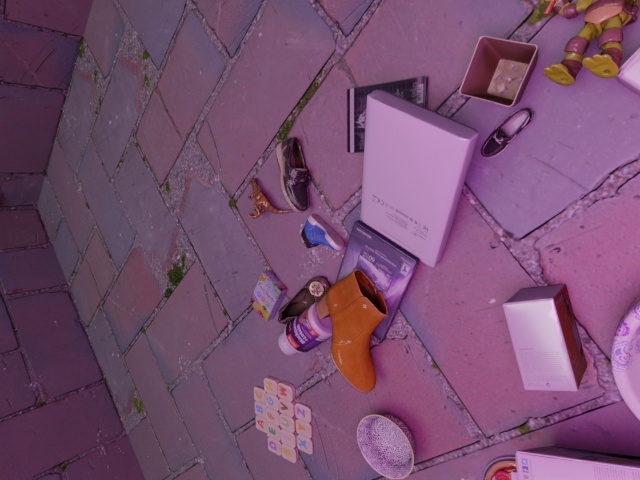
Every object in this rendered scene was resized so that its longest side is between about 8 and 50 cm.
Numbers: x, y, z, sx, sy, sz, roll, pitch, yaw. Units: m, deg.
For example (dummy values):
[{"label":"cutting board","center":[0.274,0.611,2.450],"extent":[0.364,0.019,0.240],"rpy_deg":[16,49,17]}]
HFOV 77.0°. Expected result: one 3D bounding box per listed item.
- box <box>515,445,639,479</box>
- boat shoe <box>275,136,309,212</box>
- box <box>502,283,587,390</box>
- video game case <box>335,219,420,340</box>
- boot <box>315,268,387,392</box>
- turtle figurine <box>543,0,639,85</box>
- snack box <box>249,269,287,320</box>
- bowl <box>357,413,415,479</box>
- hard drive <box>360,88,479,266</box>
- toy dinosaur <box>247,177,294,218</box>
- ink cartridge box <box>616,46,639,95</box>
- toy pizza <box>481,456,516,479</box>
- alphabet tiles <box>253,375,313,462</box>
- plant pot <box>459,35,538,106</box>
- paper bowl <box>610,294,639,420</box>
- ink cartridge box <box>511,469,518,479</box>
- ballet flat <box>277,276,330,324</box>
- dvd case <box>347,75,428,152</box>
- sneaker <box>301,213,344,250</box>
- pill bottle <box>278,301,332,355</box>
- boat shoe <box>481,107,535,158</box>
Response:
[{"label":"box","center":[0.534,0.396,0.672],"extent":[0.322,0.232,0.058],"rpy_deg":[-13,64,40]},{"label":"boat shoe","center":[-0.072,-0.194,1.173],"extent":[0.073,0.080,0.223],"rpy_deg":[-22,79,45]},{"label":"box","center":[0.437,0.184,0.780],"extent":[0.091,0.130,0.170],"rpy_deg":[-15,88,41]},{"label":"video game case","center":[0.132,0.109,1.064],"extent":[0.196,0.026,0.274],"rpy_deg":[36,126,30]},{"label":"boot","center":[0.107,0.238,1.045],"extent":[0.211,0.104,0.295],"rpy_deg":[-43,71,45]},{"label":"turtle figurine","center":[0.465,-0.375,0.679],"extent":[0.270,0.087,0.217],"rpy_deg":[23,88,48]},{"label":"snack box","center":[-0.178,0.186,1.351],"extent":[0.100,0.037,0.141],"rpy_deg":[42,121,26]},{"label":"bowl","center":[0.189,0.533,1.077],"extent":[0.170,0.080,0.170],"rpy_deg":[7,102,38]},{"label":"hard drive","center":[0.191,-0.122,0.879],"extent":[0.233,0.047,0.353],"rpy_deg":[36,149,30]},{"label":"toy dinosaur","center":[-0.183,-0.118,1.289],"extent":[0.211,0.064,0.112],"rpy_deg":[47,122,24]},{"label":"ink cartridge box","center":[0.600,-0.250,0.598],"extent":[0.218,0.092,0.158],"rpy_deg":[50,124,20]},{"label":"toy pizza","center":[0.458,0.585,0.894],"extent":[0.201,0.032,0.201],"rpy_deg":[8,102,38]},{"label":"alphabet tiles","center":[-0.137,0.623,1.403],"extent":[0.278,0.021,0.283],"rpy_deg":[4,100,40]},{"label":"plant pot","center":[0.356,-0.322,0.785],"extent":[0.109,0.096,0.108],"rpy_deg":[31,115,31]},{"label":"paper bowl","center":[0.622,0.186,0.615],"extent":[0.284,0.148,0.284],"rpy_deg":[8,103,38]},{"label":"ink cartridge box","center":[0.496,0.492,0.788],"extent":[0.207,0.097,0.046],"rpy_deg":[-9,65,35]},{"label":"ballet flat","center":[-0.060,0.193,1.241],"extent":[0.250,0.058,0.084],"rpy_deg":[-41,72,36]},{"label":"dvd case","center":[0.160,-0.305,1.002],"extent":[0.221,0.018,0.164],"rpy_deg":[7,103,38]},{"label":"sneaker","center":[0.001,0.000,1.157],"extent":[0.152,0.058,0.084],"rpy_deg":[45,117,30]},{"label":"pill bottle","center":[-0.042,0.272,1.206],"extent":[0.193,0.108,0.108],"rpy_deg":[-42,71,36]},{"label":"boat shoe","center":[0.377,-0.218,0.822],"extent":[0.125,0.038,0.046],"rpy_deg":[-43,70,36]}]
